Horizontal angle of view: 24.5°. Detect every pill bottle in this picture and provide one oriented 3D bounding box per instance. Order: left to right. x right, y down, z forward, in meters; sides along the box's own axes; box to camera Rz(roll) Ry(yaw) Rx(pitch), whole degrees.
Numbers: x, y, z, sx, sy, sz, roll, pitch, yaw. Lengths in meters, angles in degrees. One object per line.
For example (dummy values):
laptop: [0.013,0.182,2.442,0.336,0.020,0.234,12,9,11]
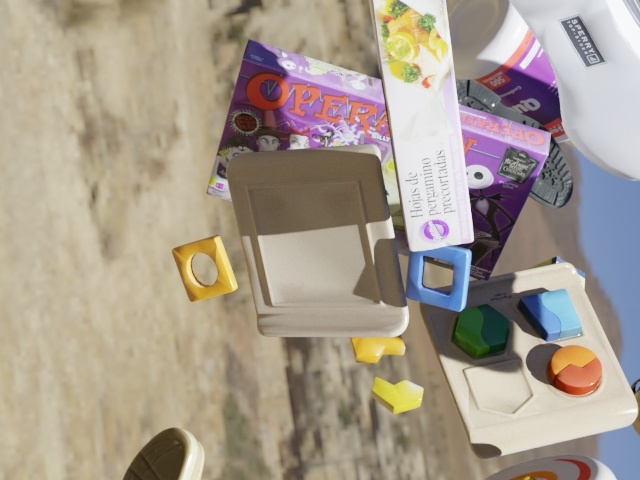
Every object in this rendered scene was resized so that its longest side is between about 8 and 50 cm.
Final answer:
pill bottle: [0.358,-0.282,2.456,0.323,0.181,0.181,32,34,-34]

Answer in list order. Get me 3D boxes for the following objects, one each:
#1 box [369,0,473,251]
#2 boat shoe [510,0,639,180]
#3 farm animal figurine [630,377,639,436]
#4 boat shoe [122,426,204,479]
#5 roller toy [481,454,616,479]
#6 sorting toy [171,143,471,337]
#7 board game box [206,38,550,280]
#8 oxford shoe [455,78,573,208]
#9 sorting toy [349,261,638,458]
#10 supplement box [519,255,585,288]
box: [0.085,-0.135,1.286,0.067,0.063,0.324,-95,175,-50]
boat shoe: [0.243,-0.181,1.283,0.301,0.108,0.102,52,43,-33]
farm animal figurine: [0.500,0.315,1.929,0.326,0.330,0.172,65,-25,9]
boat shoe: [-0.112,0.198,1.021,0.056,0.048,0.153,33,-72,44]
roller toy: [0.241,0.322,1.600,0.209,0.191,0.146,-118,-172,-80]
sorting toy: [0.000,0.000,1.510,0.047,0.348,0.196,-28,112,-57]
board game box: [0.059,-0.085,1.653,0.056,0.347,0.208,-76,-177,-51]
oxford shoe: [0.235,-0.124,1.907,0.227,0.083,0.096,41,-17,-14]
sorting toy: [0.203,0.146,1.769,0.041,0.307,0.229,95,-19,-56]
supplement box: [0.294,0.078,1.922,0.056,0.083,0.083,29,54,-29]
